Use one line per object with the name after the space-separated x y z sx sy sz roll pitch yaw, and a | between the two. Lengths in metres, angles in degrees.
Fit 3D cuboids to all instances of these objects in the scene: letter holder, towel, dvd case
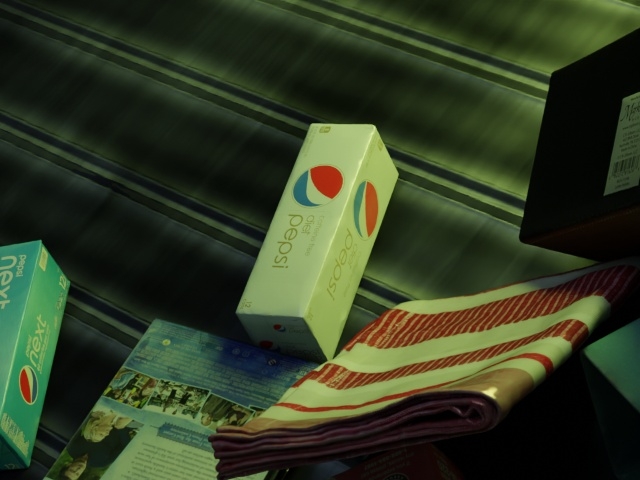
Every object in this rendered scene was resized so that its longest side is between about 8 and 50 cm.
0.317 -0.061 1.389 0.214 0.302 0.152 15 79 -14 | letter holder
0.092 0.084 1.348 0.237 0.037 0.329 -15 9 32 | towel
-0.116 0.176 1.497 0.180 0.022 0.253 15 48 21 | dvd case

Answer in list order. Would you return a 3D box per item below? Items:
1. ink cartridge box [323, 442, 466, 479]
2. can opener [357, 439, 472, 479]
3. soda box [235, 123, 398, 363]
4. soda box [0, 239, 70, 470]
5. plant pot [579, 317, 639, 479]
0.051 0.276 1.314 0.158 0.092 0.218 -26 56 12 | ink cartridge box
0.076 0.164 1.458 0.059 0.073 0.186 -7 38 -37 | can opener
0.000 0.000 1.607 0.069 0.074 0.216 2 53 26 | soda box
-0.289 0.105 1.654 0.071 0.067 0.210 -8 49 18 | soda box
0.339 0.112 1.305 0.234 0.166 0.165 -33 46 -9 | plant pot
